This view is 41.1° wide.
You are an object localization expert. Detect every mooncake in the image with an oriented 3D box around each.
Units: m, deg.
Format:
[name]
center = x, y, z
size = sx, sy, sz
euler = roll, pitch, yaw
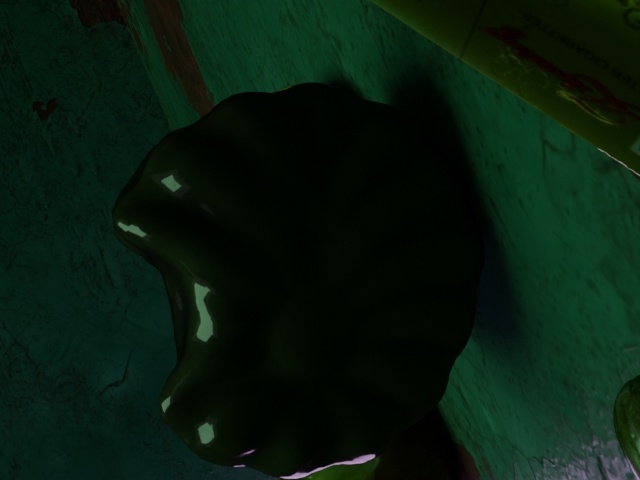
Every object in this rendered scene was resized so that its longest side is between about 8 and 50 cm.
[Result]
[mooncake]
center = -0.017, 0.034, 0.784
size = 0.351, 0.351, 0.187
euler = 69, 164, -6

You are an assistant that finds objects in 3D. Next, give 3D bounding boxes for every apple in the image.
[apple]
center = 0.062, 0.331, 1.184
size = 0.246, 0.226, 0.246
euler = 57, 162, 30

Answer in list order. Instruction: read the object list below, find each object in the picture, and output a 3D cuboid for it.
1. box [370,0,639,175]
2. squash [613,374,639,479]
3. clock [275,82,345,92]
[box]
center = 0.120, -0.106, 0.334
size = 0.311, 0.043, 0.173
euler = 35, 160, 9
[squash]
center = 0.257, 0.189, 0.517
size = 0.069, 0.069, 0.239
euler = 97, 148, -65
[clock]
center = -0.021, -0.044, 1.020
size = 0.293, 0.071, 0.277
euler = -36, 69, 54
